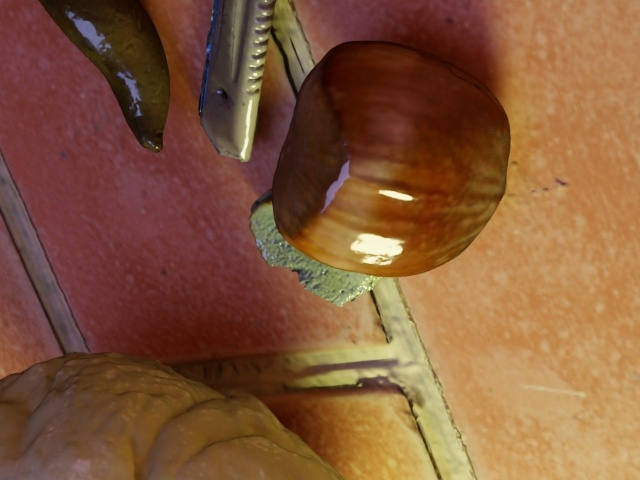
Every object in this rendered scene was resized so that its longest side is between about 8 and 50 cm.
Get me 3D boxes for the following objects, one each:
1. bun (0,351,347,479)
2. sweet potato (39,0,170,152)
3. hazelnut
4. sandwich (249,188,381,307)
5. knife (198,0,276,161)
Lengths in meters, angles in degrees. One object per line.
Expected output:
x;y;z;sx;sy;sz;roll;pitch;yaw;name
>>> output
-0.118;0.220;1.472;0.352;0.227;0.349;-2;137;32;bun
-0.173;-0.173;1.411;0.249;0.059;0.069;49;146;9;sweet potato
0.045;-0.048;1.264;0.150;0.150;0.150;18;125;28;hazelnut
0.000;0.000;1.392;0.105;0.036;0.093;-3;114;39;sandwich
-0.042;-0.206;1.304;0.089;0.043;0.365;-123;32;-44;knife
